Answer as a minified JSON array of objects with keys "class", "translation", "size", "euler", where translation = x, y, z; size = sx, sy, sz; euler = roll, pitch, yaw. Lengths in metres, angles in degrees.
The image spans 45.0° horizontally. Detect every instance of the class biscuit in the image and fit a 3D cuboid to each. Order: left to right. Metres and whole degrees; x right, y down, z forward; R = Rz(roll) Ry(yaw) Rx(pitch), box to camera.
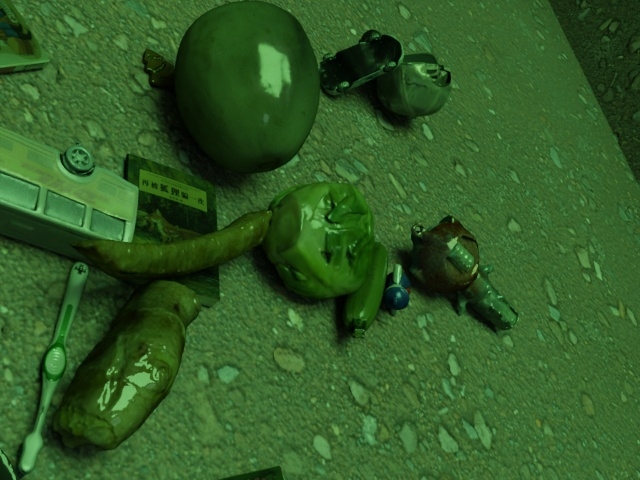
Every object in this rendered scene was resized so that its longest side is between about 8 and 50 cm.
[{"class":"biscuit","translation":[-0.283,-0.305,1.373],"size":[0.082,0.016,0.092],"euler":[-22,78,-52]}]

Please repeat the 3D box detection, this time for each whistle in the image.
[{"class":"whistle","translation":[0.294,0.073,1.591],"size":[0.346,0.134,0.142],"euler":[42,51,-28]}]

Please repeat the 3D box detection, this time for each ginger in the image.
[{"class":"ginger","translation":[-0.228,0.150,0.959],"size":[0.109,0.116,0.263],"euler":[28,36,-4]}]

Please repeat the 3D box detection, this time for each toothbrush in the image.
[{"class":"toothbrush","translation":[-0.321,0.143,0.938],"size":[0.030,0.030,0.304],"euler":[30,41,-28]}]

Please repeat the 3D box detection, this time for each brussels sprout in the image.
[{"class":"brussels sprout","translation":[0.000,0.000,1.310],"size":[0.223,0.161,0.223],"euler":[8,77,-40]}]

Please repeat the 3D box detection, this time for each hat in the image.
[{"class":"hat","translation":[0.191,-0.400,1.870],"size":[0.232,0.161,0.275],"euler":[10,29,-49]}]

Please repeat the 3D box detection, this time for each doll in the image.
[{"class":"doll","translation":[0.140,0.095,1.431],"size":[0.143,0.058,0.098],"euler":[-53,147,-77]}]

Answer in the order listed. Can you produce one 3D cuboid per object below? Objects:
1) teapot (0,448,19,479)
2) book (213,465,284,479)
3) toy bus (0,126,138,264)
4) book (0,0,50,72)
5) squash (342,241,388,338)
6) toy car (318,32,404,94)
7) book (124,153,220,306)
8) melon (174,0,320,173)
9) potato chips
[{"class":"teapot","translation":[-0.341,0.225,0.628],"size":[0.223,0.285,0.305],"euler":[44,37,-11]},{"class":"book","translation":[-0.084,0.449,0.944],"size":[0.228,0.018,0.322],"euler":[3,58,-46]},{"class":"toy bus","translation":[-0.403,-0.076,0.984],"size":[0.342,0.097,0.138],"euler":[22,52,-36]},{"class":"book","translation":[-0.542,-0.315,1.089],"size":[0.202,0.027,0.264],"euler":[56,36,5]},{"class":"squash","translation":[0.078,0.092,1.383],"size":[0.066,0.066,0.252],"euler":[40,38,-16]},{"class":"toy car","translation":[0.091,-0.395,1.733],"size":[0.205,0.056,0.095],"euler":[-25,71,-8]},{"class":"book","translation":[-0.229,-0.019,1.181],"size":[0.160,0.024,0.228],"euler":[21,47,-33]},{"class":"melon","translation":[-0.124,-0.264,1.313],"size":[0.272,0.272,0.308],"euler":[28,36,-29]},{"class":"potato chips","translation":[-0.194,0.012,1.082],"size":[0.407,0.057,0.080],"euler":[-14,106,-61]}]
